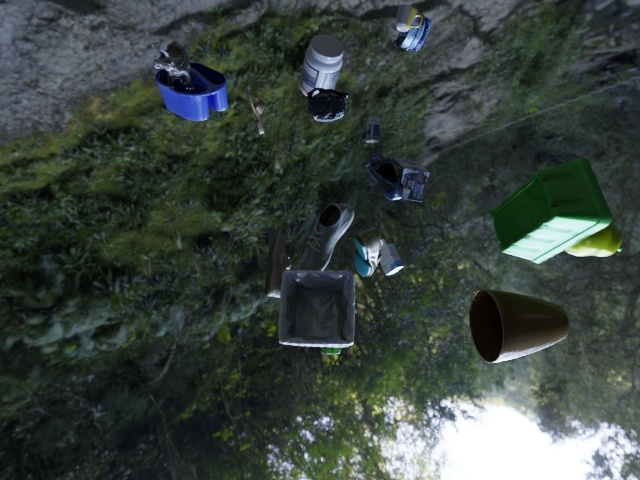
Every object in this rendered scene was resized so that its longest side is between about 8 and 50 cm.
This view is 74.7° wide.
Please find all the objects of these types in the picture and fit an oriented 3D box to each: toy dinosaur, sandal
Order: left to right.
[{"bbox_3d":[-0.520,-0.653,1.526,0.120,0.160,0.314,3,-143,-11],"label":"toy dinosaur"},{"bbox_3d":[-0.296,-0.640,2.029,0.079,0.240,0.088,-21,-145,-9],"label":"sandal"}]

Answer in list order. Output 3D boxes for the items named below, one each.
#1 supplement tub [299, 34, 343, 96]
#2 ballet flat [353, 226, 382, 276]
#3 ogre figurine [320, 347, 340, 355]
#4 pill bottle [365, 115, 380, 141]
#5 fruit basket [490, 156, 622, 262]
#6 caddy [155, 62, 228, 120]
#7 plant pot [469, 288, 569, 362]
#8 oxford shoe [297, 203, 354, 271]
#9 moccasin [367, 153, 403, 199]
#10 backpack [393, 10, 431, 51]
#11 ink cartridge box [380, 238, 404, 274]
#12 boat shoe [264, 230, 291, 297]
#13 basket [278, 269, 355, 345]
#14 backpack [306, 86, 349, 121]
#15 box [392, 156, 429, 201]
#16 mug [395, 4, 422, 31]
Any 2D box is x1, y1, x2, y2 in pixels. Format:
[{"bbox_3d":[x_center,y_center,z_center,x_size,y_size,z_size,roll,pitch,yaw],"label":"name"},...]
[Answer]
[{"bbox_3d":[0.004,-0.876,2.138,0.191,0.191,0.272,-18,157,-23],"label":"supplement tub"},{"bbox_3d":[0.206,0.049,1.752,0.123,0.123,0.349,-13,152,-1],"label":"ballet flat"},{"bbox_3d":[0.070,0.489,2.111,0.118,0.097,0.197,17,-109,44],"label":"ogre figurine"},{"bbox_3d":[0.256,-0.539,2.041,0.067,0.120,0.067,3,-175,0],"label":"pill bottle"},{"bbox_3d":[0.844,-0.075,1.444,0.391,0.283,0.392,-6,157,-2],"label":"fruit basket"},{"bbox_3d":[-0.561,-0.675,1.836,0.341,0.179,0.241,31,-128,26],"label":"caddy"},{"bbox_3d":[0.660,0.271,1.380,0.254,0.237,0.237,-3,-168,-5],"label":"plant pot"},{"bbox_3d":[0.000,0.000,2.075,0.169,0.449,0.130,37,-172,41],"label":"oxford shoe"},{"bbox_3d":[0.330,-0.342,2.060,0.137,0.117,0.342,-18,-134,-9],"label":"moccasin"},{"bbox_3d":[0.399,-0.895,1.792,0.116,0.158,0.173,19,-158,-6],"label":"backpack"},{"bbox_3d":[0.377,0.088,2.331,0.061,0.181,0.104,-6,154,-38],"label":"ink cartridge box"},{"bbox_3d":[-0.209,0.123,2.133,0.110,0.341,0.121,11,163,-18],"label":"boat shoe"},{"bbox_3d":[-0.009,0.322,1.929,0.331,0.329,0.266,1,163,3],"label":"basket"},{"bbox_3d":[0.028,-0.501,1.548,0.151,0.115,0.182,4,-154,4],"label":"backpack"},{"bbox_3d":[0.448,-0.320,2.163,0.142,0.163,0.247,8,-157,-7],"label":"box"},{"bbox_3d":[0.274,-0.701,1.328,0.062,0.064,0.078,12,-172,-44],"label":"mug"}]
